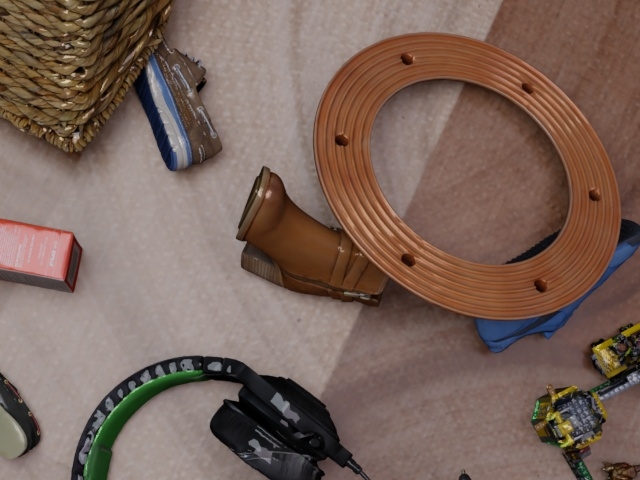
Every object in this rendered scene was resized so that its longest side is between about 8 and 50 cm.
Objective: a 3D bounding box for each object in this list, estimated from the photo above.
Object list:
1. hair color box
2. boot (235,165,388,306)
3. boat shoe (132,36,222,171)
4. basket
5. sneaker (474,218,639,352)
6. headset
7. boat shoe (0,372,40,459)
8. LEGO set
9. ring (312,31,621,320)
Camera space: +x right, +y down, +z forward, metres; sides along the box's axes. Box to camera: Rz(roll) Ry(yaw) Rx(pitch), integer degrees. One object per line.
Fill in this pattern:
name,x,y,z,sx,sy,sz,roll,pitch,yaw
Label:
hair color box,-0.328,0.008,1.326,0.167,0.093,0.053,10,80,-3
boot,0.000,0.000,1.301,0.152,0.197,0.073,18,70,6
boat shoe,-0.154,-0.162,1.386,0.066,0.066,0.183,-15,80,-23
basket,-0.294,-0.274,1.340,0.299,0.223,0.213,27,46,15
sneaker,0.249,0.046,1.386,0.209,0.069,0.082,-27,120,-18
headset,-0.051,0.237,1.258,0.394,0.185,0.243,7,75,10
boat shoe,-0.329,0.157,1.330,0.049,0.042,0.133,-37,84,17
LEGO set,0.368,0.234,1.292,0.255,0.192,0.331,-18,83,-7
ring,0.148,-0.067,1.343,0.336,0.032,0.337,9,59,-16
